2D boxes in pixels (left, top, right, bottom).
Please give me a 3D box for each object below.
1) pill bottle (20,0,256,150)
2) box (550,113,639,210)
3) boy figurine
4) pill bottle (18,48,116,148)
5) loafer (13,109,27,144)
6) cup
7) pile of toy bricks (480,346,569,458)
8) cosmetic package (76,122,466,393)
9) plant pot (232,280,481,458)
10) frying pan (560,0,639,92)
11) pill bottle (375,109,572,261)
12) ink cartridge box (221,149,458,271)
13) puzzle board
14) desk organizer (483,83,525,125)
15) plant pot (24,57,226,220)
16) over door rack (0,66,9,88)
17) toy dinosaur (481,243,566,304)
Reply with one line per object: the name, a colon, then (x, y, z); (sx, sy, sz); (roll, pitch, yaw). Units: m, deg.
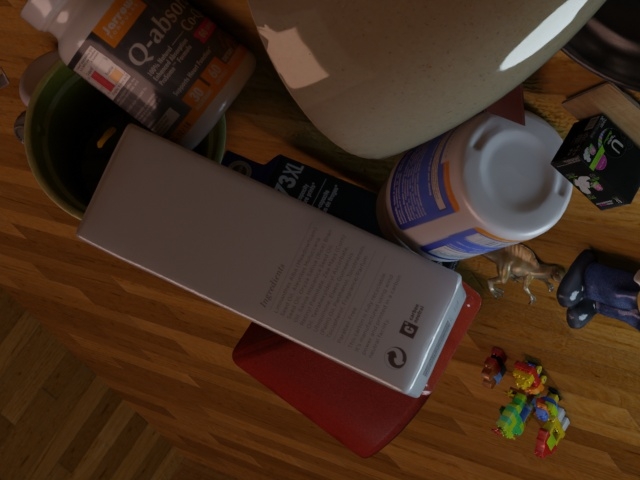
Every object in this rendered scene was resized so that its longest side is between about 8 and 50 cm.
pill bottle: (-0.233, -0.254, 2.003); (0.278, 0.162, 0.162); (37, 160, -10)
box: (0.302, -0.083, 1.674); (0.083, 0.062, 0.052); (41, 157, -17)
boy figurine: (0.435, 0.105, 1.902); (0.285, 0.092, 0.177); (24, 156, 35)
pill bottle: (-0.372, -0.191, 2.435); (0.117, 0.117, 0.215); (21, 157, 33)
loafer: (-0.405, -0.141, 2.612); (0.319, 0.111, 0.112); (19, 156, 36)
cup: (0.111, -0.255, 1.307); (0.237, 0.331, 0.331); (-14, 135, 30)
pile of toy bricks: (0.307, 0.267, 2.458); (0.118, 0.105, 0.212); (20, 156, 34)
cosmetic package: (-0.053, 0.031, 1.970); (0.453, 0.161, 0.230); (25, 176, 8)
plant pot: (0.076, 0.125, 2.274); (0.267, 0.267, 0.236); (37, 156, -10)
frying pan: (0.240, -0.216, 1.511); (0.326, 0.053, 0.197); (11, 150, 52)
pill bottle: (0.169, -0.057, 1.848); (0.152, 0.152, 0.272); (38, 161, -12)
ink cartridge box: (0.000, 0.000, 2.143); (0.371, 0.176, 0.069); (21, 156, 11)
puzzle board: (0.328, -0.119, 1.662); (0.128, 0.011, 0.096); (38, 159, -13)
desk organizer: (0.202, -0.180, 1.664); (0.050, 0.047, 0.130); (23, 158, 21)
plant pot: (-0.271, -0.130, 2.257); (0.276, 0.276, 0.254); (33, 171, 3)
over door rack: (-0.592, -0.335, 2.208); (0.239, 0.108, 0.324); (59, -175, 19)
toy dinosaur: (0.253, 0.032, 2.100); (0.183, 0.053, 0.093); (19, 141, 17)
